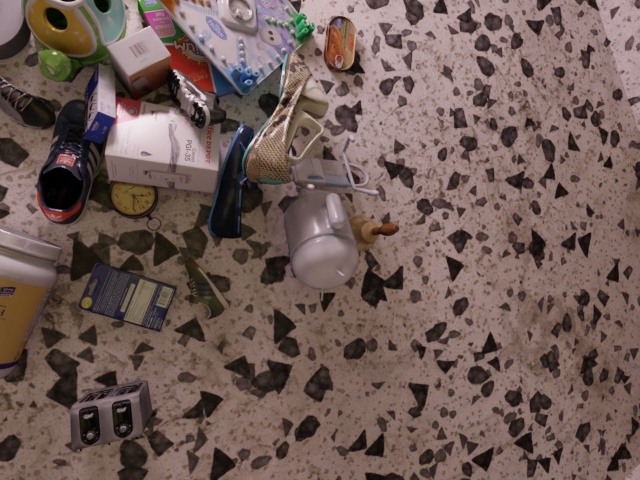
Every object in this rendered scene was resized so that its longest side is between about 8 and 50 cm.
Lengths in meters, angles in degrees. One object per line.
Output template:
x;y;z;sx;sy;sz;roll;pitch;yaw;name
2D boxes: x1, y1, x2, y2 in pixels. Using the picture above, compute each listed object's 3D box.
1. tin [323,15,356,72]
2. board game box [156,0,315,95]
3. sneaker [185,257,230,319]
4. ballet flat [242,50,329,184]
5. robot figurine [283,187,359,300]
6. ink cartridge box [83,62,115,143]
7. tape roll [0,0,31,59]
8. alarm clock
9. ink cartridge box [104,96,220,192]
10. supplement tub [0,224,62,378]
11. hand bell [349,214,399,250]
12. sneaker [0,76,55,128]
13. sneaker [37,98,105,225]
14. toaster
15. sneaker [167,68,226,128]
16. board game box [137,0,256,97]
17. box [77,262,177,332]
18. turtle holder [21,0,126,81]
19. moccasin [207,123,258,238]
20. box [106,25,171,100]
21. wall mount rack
0.067;-0.676;1.433;0.106;0.040;0.190;7;85;-16;tin
-0.243;-0.701;1.251;0.390;0.050;0.390;46;61;-18;board game box
-0.357;0.151;1.227;0.086;0.064;0.192;-40;104;-22;sneaker
-0.073;-0.354;1.217;0.182;0.164;0.483;13;62;5;ballet flat
0.000;0.000;1.246;0.199;0.300;0.354;2;48;-19;robot figurine
-0.581;-0.363;1.091;0.046;0.097;0.207;17;42;-43;ink cartridge box
-0.878;-0.584;1.063;0.219;0.072;0.219;1;88;-20;tape roll
-0.519;-0.110;1.179;0.129;0.064;0.192;-35;96;-18;alarm clock
-0.428;-0.263;1.158;0.282;0.117;0.207;5;62;-20;ink cartridge box
-0.789;0.134;0.977;0.241;0.241;0.331;23;81;-18;supplement tub
0.182;-0.028;1.339;0.126;0.242;0.126;1;88;-20;hand bell
-0.803;-0.375;1.050;0.228;0.132;0.086;32;78;-16;sneaker
-0.654;-0.215;1.088;0.131;0.148;0.350;6;84;-19;sneaker
-0.542;0.455;1.098;0.168;0.185;0.110;-6;88;-12;toaster
-0.343;-0.396;1.160;0.106;0.078;0.234;-17;58;-43;sneaker
-0.364;-0.593;1.256;0.242;0.064;0.317;-28;97;-19;board game box
-0.542;0.160;1.174;0.225;0.036;0.137;23;80;-19;box
-0.654;-0.581;1.062;0.243;0.227;0.320;42;75;-14;turtle holder
-0.243;-0.172;1.258;0.116;0.138;0.342;16;96;-7;moccasin
-0.495;-0.484;1.147;0.130;0.170;0.091;-38;99;-17;box
0.025;-0.218;1.292;0.349;0.130;0.304;2;51;-20;wall mount rack
